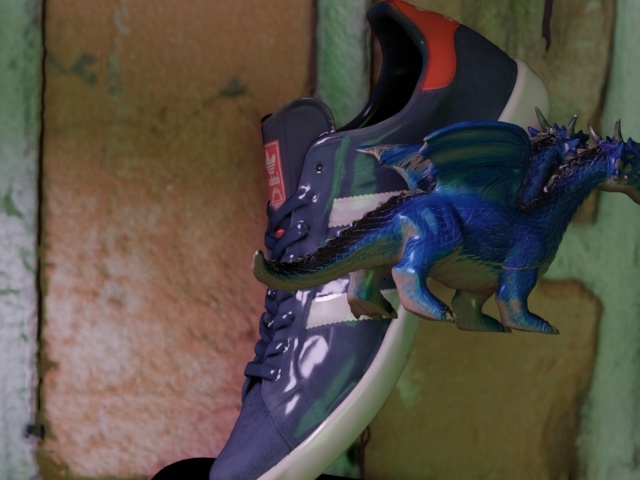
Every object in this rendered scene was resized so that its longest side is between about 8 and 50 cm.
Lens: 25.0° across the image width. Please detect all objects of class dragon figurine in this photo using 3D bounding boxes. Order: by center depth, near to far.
[{"bbox_3d":[0.073,-0.023,0.837,0.289,0.085,0.144,8,83,-31],"label":"dragon figurine"}]

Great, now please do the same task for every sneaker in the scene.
[{"bbox_3d":[0.000,0.000,0.924,0.148,0.131,0.350,36,74,-17],"label":"sneaker"}]

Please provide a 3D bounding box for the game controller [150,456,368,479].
[{"bbox_3d":[0.025,0.244,0.964,0.319,0.067,0.166,11,78,-17],"label":"game controller"}]
